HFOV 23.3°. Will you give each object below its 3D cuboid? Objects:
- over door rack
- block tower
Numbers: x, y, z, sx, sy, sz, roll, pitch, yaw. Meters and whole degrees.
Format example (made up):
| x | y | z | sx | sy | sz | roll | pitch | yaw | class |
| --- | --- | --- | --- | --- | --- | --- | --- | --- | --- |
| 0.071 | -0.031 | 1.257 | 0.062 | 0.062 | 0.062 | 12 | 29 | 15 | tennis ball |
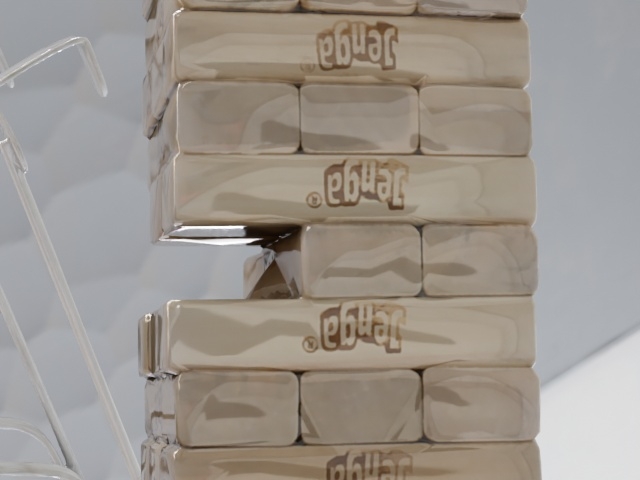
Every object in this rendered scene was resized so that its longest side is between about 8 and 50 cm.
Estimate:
| x | y | z | sx | sy | sz | roll | pitch | yaw | class |
| --- | --- | --- | --- | --- | --- | --- | --- | --- | --- |
| -0.170 | 0.058 | 0.830 | 0.239 | 0.108 | 0.324 | -162 | -118 | -65 | over door rack |
| 0.000 | 0.000 | 0.400 | 0.097 | 0.091 | 0.336 | 153 | -63 | -78 | block tower |
